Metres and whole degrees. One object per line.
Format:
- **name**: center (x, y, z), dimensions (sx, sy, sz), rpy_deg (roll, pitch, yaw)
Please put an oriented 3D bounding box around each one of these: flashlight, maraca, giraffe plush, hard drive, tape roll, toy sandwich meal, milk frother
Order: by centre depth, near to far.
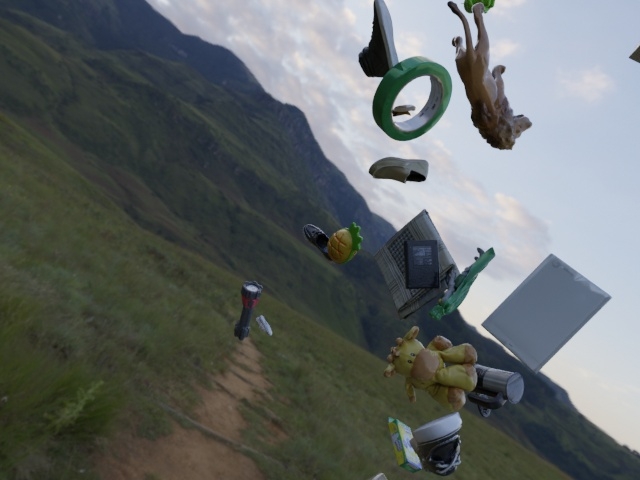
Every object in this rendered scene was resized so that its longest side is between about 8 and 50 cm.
- **giraffe plush**: center (0.246, 0.292, 1.059), dimensions (0.210, 0.181, 0.170), rpy_deg (-12, -39, 38)
- **hard drive**: center (0.281, 0.067, 1.229), dimensions (0.094, 0.135, 0.022), rpy_deg (0, -7, -3)
- **milk frother**: center (0.508, 0.444, 1.277), dimensions (0.143, 0.129, 0.135), rpy_deg (43, -24, -25)
- **hard drive**: center (0.669, 0.215, 1.329), dimensions (0.203, 0.307, 0.040), rpy_deg (45, 4, 28)
- **toy sandwich meal**: center (0.283, -0.440, 1.507), dimensions (0.086, 0.086, 0.029), rpy_deg (31, -42, 50)
- **maraca**: center (0.090, 0.013, 1.575), dimensions (0.099, 0.127, 0.186), rpy_deg (3, -26, -34)
- **tape roll**: center (0.358, -0.547, 1.728), dimensions (0.321, 0.321, 0.077), rpy_deg (38, 14, -49)
- **flashlight**: center (-0.372, 0.350, 2.226), dimensions (0.103, 0.303, 0.103), rpy_deg (32, 31, 23)

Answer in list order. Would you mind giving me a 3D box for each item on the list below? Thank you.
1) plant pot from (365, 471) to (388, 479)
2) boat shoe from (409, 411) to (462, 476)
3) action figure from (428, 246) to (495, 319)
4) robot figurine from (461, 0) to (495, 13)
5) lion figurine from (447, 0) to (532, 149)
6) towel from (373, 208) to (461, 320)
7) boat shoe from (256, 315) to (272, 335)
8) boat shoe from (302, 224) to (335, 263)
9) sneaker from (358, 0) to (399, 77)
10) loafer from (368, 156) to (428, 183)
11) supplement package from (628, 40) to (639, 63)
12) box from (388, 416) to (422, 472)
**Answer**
- **plant pot**: center (0.102, 0.528, 0.875), dimensions (0.109, 0.109, 0.096), rpy_deg (54, 21, 12)
- **boat shoe**: center (0.259, 0.454, 0.963), dimensions (0.301, 0.108, 0.102), rpy_deg (87, -19, -57)
- **action figure**: center (0.365, 0.121, 1.168), dimensions (0.064, 0.232, 0.137), rpy_deg (34, -22, 29)
- **robot figurine**: center (0.552, -0.832, 1.549), dimensions (0.101, 0.066, 0.115), rpy_deg (-8, 22, -35)
- **lion figurine**: center (0.435, -0.429, 1.199), dimensions (0.142, 0.240, 0.392), rpy_deg (-17, -38, 39)
- **towel**: center (0.347, 0.093, 1.667), dimensions (0.056, 0.312, 0.324), rpy_deg (13, 44, -39)
- **boat shoe**: center (-0.244, 0.370, 1.901), dimensions (0.100, 0.035, 0.035), rpy_deg (60, 15, -17)
- **boat shoe**: center (0.000, 0.000, 1.824), dimensions (0.228, 0.080, 0.076), rpy_deg (52, -18, 32)
- **sneaker**: center (0.201, -0.759, 1.688), dimensions (0.147, 0.104, 0.295), rpy_deg (0, -61, 31)
- **loafer**: center (0.340, -0.293, 1.886), dimensions (0.269, 0.091, 0.101), rpy_deg (-4, -31, -7)
- **supplement package**: center (0.870, -0.511, 1.017), dimensions (0.134, 0.139, 0.244), rpy_deg (35, -6, 12)
- **box**: center (0.301, 0.730, 1.601), dimensions (0.105, 0.043, 0.179), rpy_deg (42, 21, -33)
